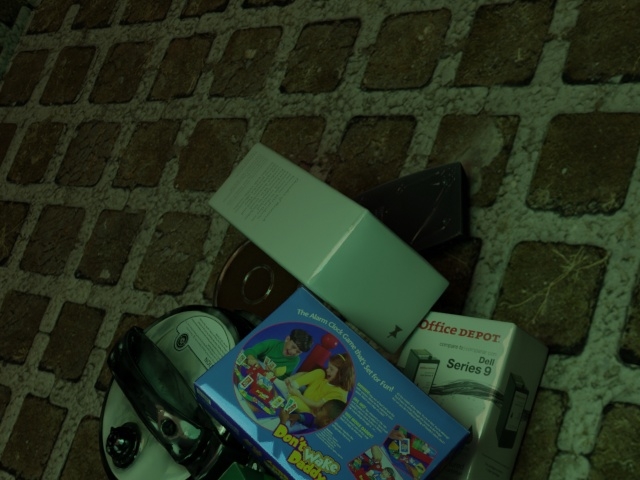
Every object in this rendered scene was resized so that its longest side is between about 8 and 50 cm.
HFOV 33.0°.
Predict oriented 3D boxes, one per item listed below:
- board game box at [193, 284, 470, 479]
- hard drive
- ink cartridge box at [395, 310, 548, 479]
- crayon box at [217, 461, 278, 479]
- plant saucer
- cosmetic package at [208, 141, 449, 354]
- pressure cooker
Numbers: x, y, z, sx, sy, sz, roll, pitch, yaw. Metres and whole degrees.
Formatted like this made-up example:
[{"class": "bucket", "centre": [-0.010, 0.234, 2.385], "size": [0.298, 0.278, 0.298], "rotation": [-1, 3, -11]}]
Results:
[{"class": "board game box", "centre": [0.014, 0.263, 1.620], "size": [0.347, 0.078, 0.233], "rotation": [41, 67, 20]}, {"class": "hard drive", "centre": [0.165, -0.039, 2.028], "size": [0.255, 0.054, 0.172], "rotation": [-18, 56, 35]}, {"class": "ink cartridge box", "centre": [0.218, 0.270, 1.752], "size": [0.211, 0.121, 0.289], "rotation": [6, 70, 43]}, {"class": "crayon box", "centre": [0.023, 0.513, 1.611], "size": [0.106, 0.363, 0.313], "rotation": [-50, 44, 8]}, {"class": "plant saucer", "centre": [-0.117, 0.096, 2.211], "size": [0.311, 0.050, 0.310], "rotation": [-21, 55, 33]}, {"class": "cosmetic package", "centre": [0.000, 0.000, 1.911], "size": [0.161, 0.230, 0.453], "rotation": [-51, 33, -1]}, {"class": "pressure cooker", "centre": [-0.172, 0.315, 1.862], "size": [0.370, 0.420, 0.375], "rotation": [-15, 57, 37]}]
